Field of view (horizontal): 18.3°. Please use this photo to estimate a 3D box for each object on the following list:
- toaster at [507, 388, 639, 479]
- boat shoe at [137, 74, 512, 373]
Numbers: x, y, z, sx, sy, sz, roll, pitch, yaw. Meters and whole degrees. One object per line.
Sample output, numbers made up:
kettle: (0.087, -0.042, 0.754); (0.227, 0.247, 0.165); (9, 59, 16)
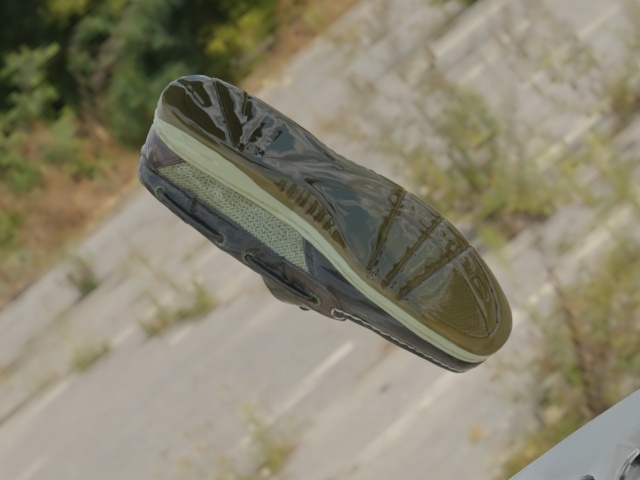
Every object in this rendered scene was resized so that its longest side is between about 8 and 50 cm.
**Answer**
toaster: (0.115, 0.124, 0.562); (0.168, 0.110, 0.186); (-39, 18, 46)
boat shoe: (-0.001, 0.000, 1.059); (0.080, 0.223, 0.073); (-47, -8, -49)
